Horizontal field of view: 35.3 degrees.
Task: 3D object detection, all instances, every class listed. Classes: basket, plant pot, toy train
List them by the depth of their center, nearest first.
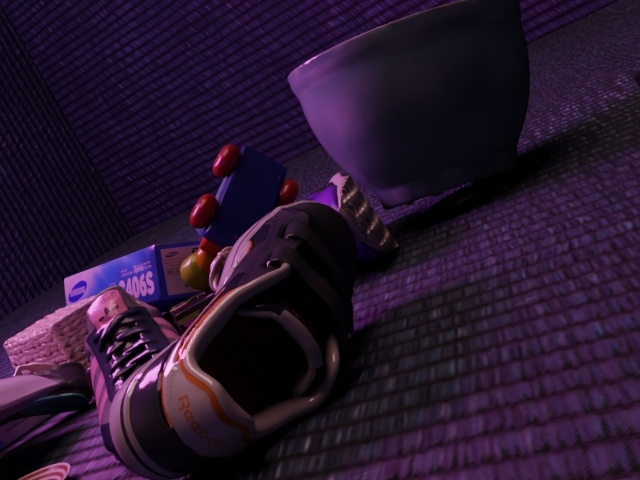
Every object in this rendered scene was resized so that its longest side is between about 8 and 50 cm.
[{"bbox_3d":[-0.123,0.016,1.182,0.143,0.105,0.248,-45,20,46],"label":"toy train"},{"bbox_3d":[0.129,-0.152,1.224,0.293,0.196,0.293,-19,0,0],"label":"plant pot"},{"bbox_3d":[-0.340,0.148,1.369,0.167,0.103,0.113,-21,11,47],"label":"basket"}]

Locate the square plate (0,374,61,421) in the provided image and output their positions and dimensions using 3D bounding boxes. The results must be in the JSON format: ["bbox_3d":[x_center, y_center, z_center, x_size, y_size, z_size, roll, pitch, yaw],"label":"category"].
[{"bbox_3d":[-0.481,0.231,1.026,0.347,0.049,0.344,-28,-4,8],"label":"square plate"}]

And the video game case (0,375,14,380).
[{"bbox_3d":[-0.581,0.292,1.569,0.274,0.026,0.196,-36,11,-37],"label":"video game case"}]

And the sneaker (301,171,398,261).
[{"bbox_3d":[0.000,0.001,1.209,0.146,0.102,0.293,-35,5,2],"label":"sneaker"}]

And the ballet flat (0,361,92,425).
[{"bbox_3d":[-0.377,0.187,1.220,0.203,0.074,0.074,-12,7,-5],"label":"ballet flat"}]

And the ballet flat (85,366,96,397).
[{"bbox_3d":[-0.238,0.147,1.232,0.057,0.049,0.173,-26,9,10],"label":"ballet flat"}]

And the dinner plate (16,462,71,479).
[{"bbox_3d":[-0.286,0.247,0.909,0.141,0.017,0.141,-28,9,5],"label":"dinner plate"}]

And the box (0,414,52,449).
[{"bbox_3d":[-0.442,0.254,1.296,0.186,0.038,0.145,-36,12,-32],"label":"box"}]

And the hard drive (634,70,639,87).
[{"bbox_3d":[0.465,-0.227,1.255,0.094,0.022,0.135,-30,9,-9],"label":"hard drive"}]

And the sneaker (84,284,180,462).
[{"bbox_3d":[-0.182,0.116,0.957,0.112,0.131,0.319,-30,9,-13],"label":"sneaker"}]

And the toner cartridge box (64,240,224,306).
[{"bbox_3d":[-0.227,0.060,1.432,0.165,0.075,0.348,-4,-7,-34],"label":"toner cartridge box"}]

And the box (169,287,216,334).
[{"bbox_3d":[-0.143,0.094,1.225,0.062,0.052,0.083,-30,9,-9],"label":"box"}]

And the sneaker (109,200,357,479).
[{"bbox_3d":[-0.028,0.063,0.813,0.127,0.126,0.321,-27,18,41],"label":"sneaker"}]
